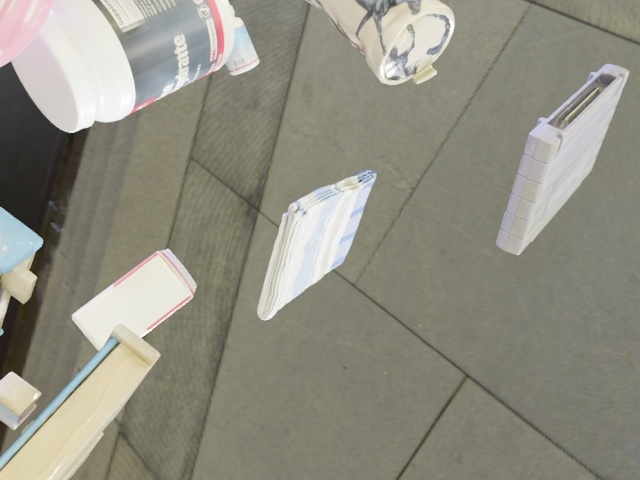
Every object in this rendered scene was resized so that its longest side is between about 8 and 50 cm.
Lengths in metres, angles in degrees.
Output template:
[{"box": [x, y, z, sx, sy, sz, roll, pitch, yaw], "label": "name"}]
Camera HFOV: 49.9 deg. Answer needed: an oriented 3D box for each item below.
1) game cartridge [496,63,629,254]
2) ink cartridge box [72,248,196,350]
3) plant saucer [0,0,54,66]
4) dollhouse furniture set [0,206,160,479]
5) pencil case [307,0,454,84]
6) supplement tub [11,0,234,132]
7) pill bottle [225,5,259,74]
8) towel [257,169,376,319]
[{"box": [0.421, -0.147, 1.200, 0.068, 0.355, 0.230, 32, 135, 23], "label": "game cartridge"}, {"box": [-0.370, 0.122, 1.425, 0.207, 0.283, 0.117, -38, 95, -6], "label": "ink cartridge box"}, {"box": [-0.450, -0.348, 0.758, 0.331, 0.084, 0.332, 3, 105, 12], "label": "plant saucer"}, {"box": [-0.352, 0.125, 0.611, 0.303, 0.198, 0.286, 39, 132, -2], "label": "dollhouse furniture set"}, {"box": [0.048, -0.444, 1.202, 0.160, 0.183, 0.410, -44, 71, 4], "label": "pencil case"}, {"box": [-0.276, -0.286, 0.974, 0.191, 0.191, 0.272, 33, 54, 29], "label": "supplement tub"}, {"box": [-0.228, -0.521, 1.789, 0.087, 0.087, 0.160, -6, 120, 31], "label": "pill bottle"}, {"box": [0.000, 0.000, 1.134, 0.034, 0.285, 0.209, 28, 118, 19], "label": "towel"}]
